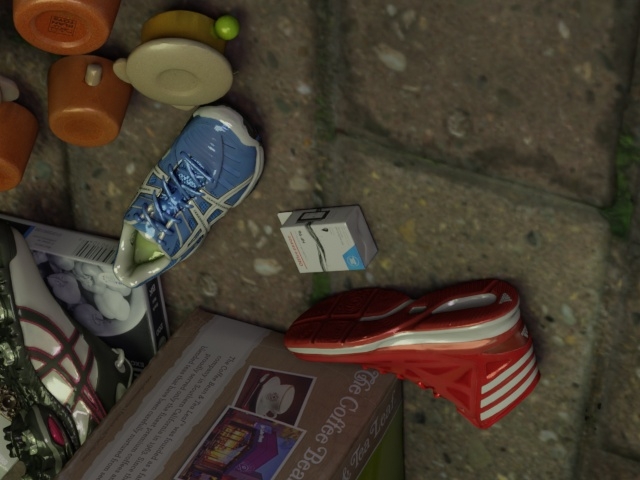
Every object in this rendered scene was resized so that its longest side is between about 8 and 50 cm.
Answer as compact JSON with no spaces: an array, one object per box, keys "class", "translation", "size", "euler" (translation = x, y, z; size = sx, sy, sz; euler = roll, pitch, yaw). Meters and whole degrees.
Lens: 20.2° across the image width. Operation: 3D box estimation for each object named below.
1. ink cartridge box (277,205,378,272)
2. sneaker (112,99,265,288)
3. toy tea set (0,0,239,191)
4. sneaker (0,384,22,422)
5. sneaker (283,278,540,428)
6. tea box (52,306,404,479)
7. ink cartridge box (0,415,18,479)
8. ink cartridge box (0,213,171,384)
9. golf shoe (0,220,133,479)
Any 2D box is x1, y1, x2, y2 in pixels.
[{"class":"ink cartridge box","translation":[0.000,0.000,1.505],"size":[0.083,0.028,0.048],"euler":[-4,122,34]},{"class":"sneaker","translation":[-0.113,-0.032,1.510],"size":[0.080,0.081,0.211],"euler":[35,134,4]},{"class":"toy tea set","translation":[-0.226,-0.164,1.479],"size":[0.336,0.124,0.200],"euler":[-22,141,37]},{"class":"sneaker","translation":[-0.244,0.160,1.708],"size":[0.188,0.066,0.071],"euler":[24,168,-15]},{"class":"sneaker","translation":[0.080,0.110,1.507],"size":[0.221,0.087,0.128],"euler":[-5,121,35]},{"class":"tea box","translation":[-0.084,0.296,1.582],"size":[0.220,0.329,0.323],"euler":[15,130,21]},{"class":"ink cartridge box","translation":[-0.365,0.150,1.780],"size":[0.190,0.082,0.139],"euler":[41,158,-2]},{"class":"ink cartridge box","translation":[-0.236,0.079,1.700],"size":[0.206,0.045,0.208],"euler":[12,132,23]},{"class":"golf shoe","translation":[-0.242,0.105,1.631],"size":[0.105,0.120,0.273],"euler":[1,108,62]}]
